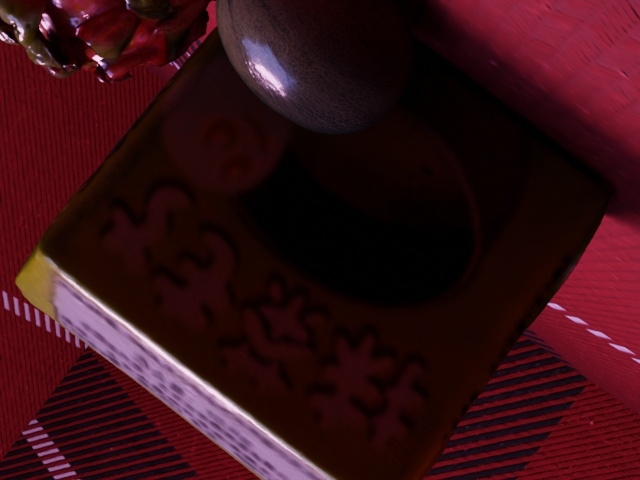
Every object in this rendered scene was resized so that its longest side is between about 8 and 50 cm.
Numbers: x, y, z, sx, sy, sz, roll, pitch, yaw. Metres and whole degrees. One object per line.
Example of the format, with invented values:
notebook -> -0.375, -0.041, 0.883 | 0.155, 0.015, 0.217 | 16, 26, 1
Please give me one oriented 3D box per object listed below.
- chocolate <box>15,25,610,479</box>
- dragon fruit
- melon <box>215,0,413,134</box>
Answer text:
chocolate -> 0.000, 0.000, 0.759 | 0.301, 0.288, 0.137 | 37, 168, 2
dragon fruit -> -0.134, -0.179, 0.632 | 0.172, 0.167, 0.160 | 84, -175, -47
melon -> -0.003, -0.115, 0.650 | 0.131, 0.098, 0.098 | 44, 175, -41
